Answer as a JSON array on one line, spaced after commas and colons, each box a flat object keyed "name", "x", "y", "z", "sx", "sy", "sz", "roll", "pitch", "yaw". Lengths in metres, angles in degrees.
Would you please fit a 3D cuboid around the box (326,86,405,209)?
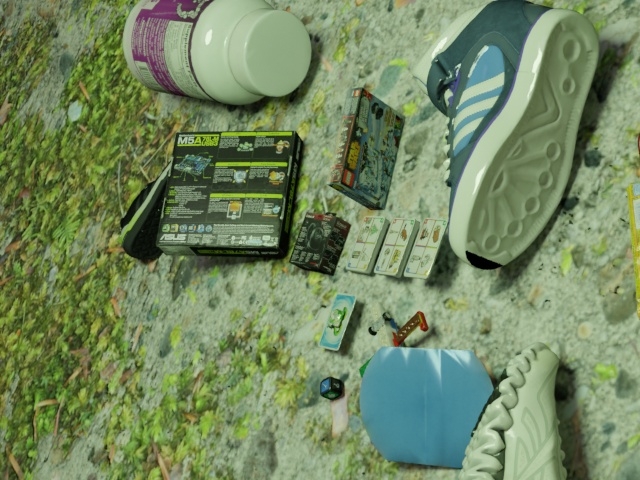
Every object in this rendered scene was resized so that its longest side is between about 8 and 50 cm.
[{"name": "box", "x": 0.060, "y": -0.119, "z": 1.524, "sx": 0.027, "sy": 0.094, "sz": 0.137, "roll": -2, "pitch": 68, "yaw": 43}]

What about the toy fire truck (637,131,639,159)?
[{"name": "toy fire truck", "x": 0.415, "y": -0.040, "z": 1.112, "sx": 0.254, "sy": 0.169, "sz": 0.302, "roll": 133, "pitch": 142, "yaw": -52}]

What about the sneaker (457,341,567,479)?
[{"name": "sneaker", "x": 0.203, "y": 0.231, "z": 1.178, "sx": 0.110, "sy": 0.118, "sz": 0.292, "roll": 103, "pitch": -168, "yaw": -50}]

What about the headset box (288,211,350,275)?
[{"name": "headset box", "x": 0.000, "y": 0.000, "z": 1.567, "sx": 0.062, "sy": 0.032, "sz": 0.083, "roll": 9, "pitch": 75, "yaw": 46}]

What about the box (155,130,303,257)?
[{"name": "box", "x": -0.130, "y": -0.068, "z": 1.670, "sx": 0.191, "sy": 0.045, "sz": 0.184, "roll": 0, "pitch": 66, "yaw": 17}]

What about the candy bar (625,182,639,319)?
[{"name": "candy bar", "x": 0.348, "y": 0.005, "z": 1.235, "sx": 0.040, "sy": 0.018, "sz": 0.161, "roll": -18, "pitch": 58, "yaw": 34}]

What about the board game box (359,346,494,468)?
[{"name": "board game box", "x": 0.127, "y": 0.188, "z": 1.334, "sx": 0.169, "sy": 0.033, "sz": 0.133, "roll": 0, "pitch": 91, "yaw": 29}]

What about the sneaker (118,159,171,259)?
[{"name": "sneaker", "x": -0.246, "y": -0.077, "z": 1.810, "sx": 0.234, "sy": 0.084, "sz": 0.097, "roll": -49, "pitch": 42, "yaw": 14}]

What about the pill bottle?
[{"name": "pill bottle", "x": -0.156, "y": -0.295, "z": 1.770, "sx": 0.301, "sy": 0.169, "sz": 0.169, "roll": 16, "pitch": 81, "yaw": 47}]

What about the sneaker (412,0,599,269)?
[{"name": "sneaker", "x": 0.187, "y": -0.136, "z": 1.401, "sx": 0.236, "sy": 0.130, "sz": 0.322, "roll": 20, "pitch": 89, "yaw": 57}]

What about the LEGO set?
[{"name": "LEGO set", "x": 0.080, "y": 0.091, "z": 1.451, "sx": 0.182, "sy": 0.060, "sz": 0.244, "roll": 4, "pitch": 71, "yaw": 58}]
